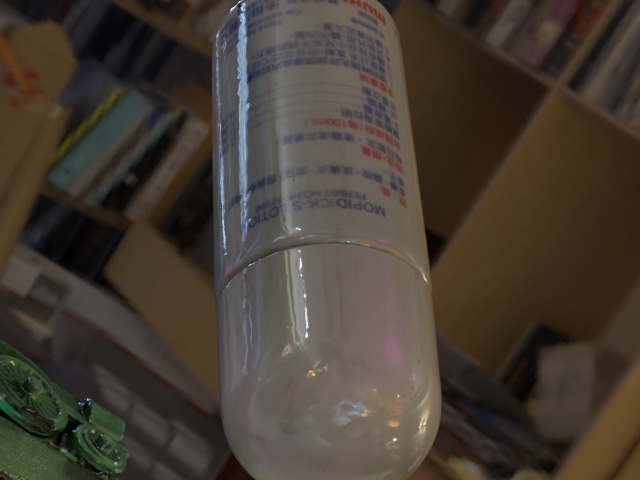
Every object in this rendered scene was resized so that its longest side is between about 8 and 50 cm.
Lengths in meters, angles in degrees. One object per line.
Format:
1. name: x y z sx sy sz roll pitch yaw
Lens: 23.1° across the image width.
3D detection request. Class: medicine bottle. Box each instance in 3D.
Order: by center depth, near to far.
1. medicine bottle: 0.000 0.000 0.945 0.130 0.130 0.341 28 40 -33

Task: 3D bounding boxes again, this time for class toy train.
1. toy train: -0.185 0.096 0.887 0.178 0.071 0.104 38 10 -29
